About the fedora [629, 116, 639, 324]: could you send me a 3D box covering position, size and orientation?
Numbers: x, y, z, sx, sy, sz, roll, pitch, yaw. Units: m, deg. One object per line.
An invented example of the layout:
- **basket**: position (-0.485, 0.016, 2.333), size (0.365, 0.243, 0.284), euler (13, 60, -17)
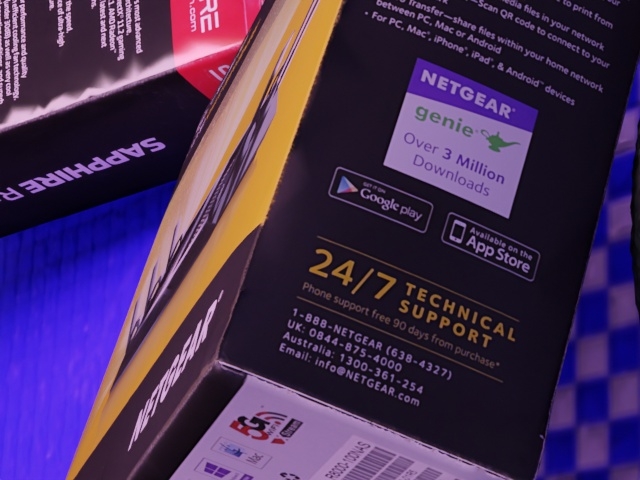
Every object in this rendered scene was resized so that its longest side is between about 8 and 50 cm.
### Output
- **fedora**: position (0.221, -0.028, 0.378), size (0.334, 0.152, 0.334), euler (-24, 60, 51)

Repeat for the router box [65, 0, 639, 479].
- **router box**: position (0.000, 0.000, 0.595), size (0.309, 0.081, 0.243), euler (126, 164, -60)

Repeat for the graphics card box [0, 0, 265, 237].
- **graphics card box**: position (-0.165, -0.118, 0.898), size (0.371, 0.094, 0.233), euler (-17, 63, 25)
